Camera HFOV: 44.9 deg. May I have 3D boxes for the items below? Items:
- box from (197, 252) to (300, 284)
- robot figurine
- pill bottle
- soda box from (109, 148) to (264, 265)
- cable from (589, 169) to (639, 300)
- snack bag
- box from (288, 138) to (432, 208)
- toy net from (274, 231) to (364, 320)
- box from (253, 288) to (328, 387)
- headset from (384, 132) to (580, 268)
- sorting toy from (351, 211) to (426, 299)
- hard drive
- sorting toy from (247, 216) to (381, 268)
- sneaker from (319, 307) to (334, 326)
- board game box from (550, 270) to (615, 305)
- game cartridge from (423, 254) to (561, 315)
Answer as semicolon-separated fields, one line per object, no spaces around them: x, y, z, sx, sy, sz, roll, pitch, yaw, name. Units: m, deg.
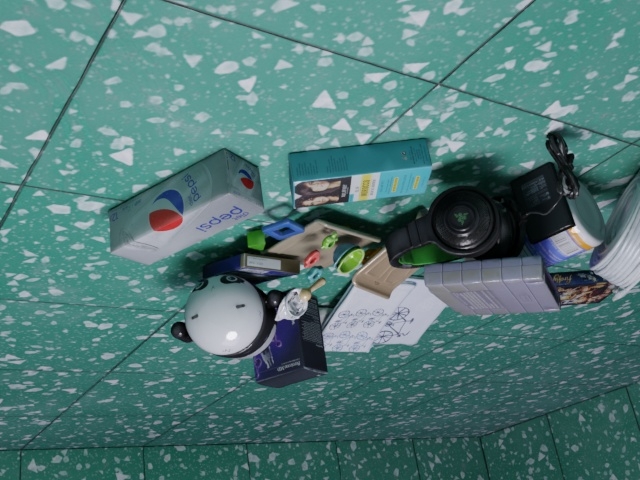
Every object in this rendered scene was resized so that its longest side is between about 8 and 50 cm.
-0.162;0.066;1.680;0.137;0.036;0.225;9;164;-34;box
-0.188;0.163;1.659;0.174;0.209;0.278;32;174;12;robot figurine
0.440;-0.009;1.632;0.152;0.152;0.272;15;146;-42;pill bottle
-0.242;-0.052;1.370;0.286;0.091;0.098;-23;152;27;soda box
0.636;-0.032;1.558;0.089;0.257;0.257;25;154;9;cable
0.180;0.199;2.046;0.343;0.037;0.323;4;138;-27;snack bag
0.068;-0.118;1.375;0.245;0.060;0.100;-7;155;-5;box
-0.014;0.087;1.573;0.232;0.045;0.122;-50;152;10;toy net
-0.083;0.247;1.933;0.153;0.207;0.108;-23;152;27;box
0.300;-0.054;1.477;0.394;0.185;0.243;-22;163;35;headset
0.174;0.033;1.677;0.208;0.038;0.193;-46;150;12;sorting toy
0.432;-0.071;1.513;0.094;0.135;0.022;-29;154;36;hard drive
0.000;0.000;1.627;0.348;0.047;0.196;16;149;-43;sorting toy
-0.010;0.242;2.116;0.094;0.080;0.212;-13;157;-20;sneaker
0.706;0.136;2.168;0.244;0.042;0.165;-3;155;-12;board game box
0.358;0.096;1.590;0.230;0.068;0.355;-1;165;22;game cartridge
